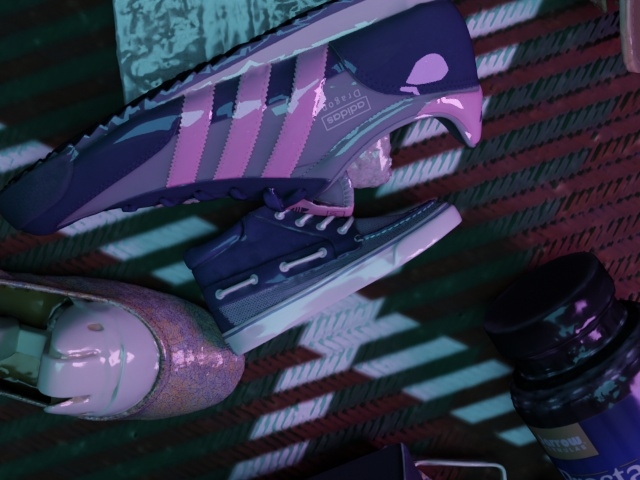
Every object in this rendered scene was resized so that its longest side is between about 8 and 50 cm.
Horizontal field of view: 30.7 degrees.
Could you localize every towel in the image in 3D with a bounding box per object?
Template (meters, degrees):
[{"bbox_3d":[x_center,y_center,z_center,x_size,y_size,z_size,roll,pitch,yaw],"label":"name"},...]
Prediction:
[{"bbox_3d":[-0.046,-0.166,0.794,0.187,0.049,0.282,-5,102,-2],"label":"towel"}]

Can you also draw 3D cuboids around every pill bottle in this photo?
[{"bbox_3d":[0.213,0.122,0.833,0.123,0.123,0.219,-35,101,4],"label":"pill bottle"}]

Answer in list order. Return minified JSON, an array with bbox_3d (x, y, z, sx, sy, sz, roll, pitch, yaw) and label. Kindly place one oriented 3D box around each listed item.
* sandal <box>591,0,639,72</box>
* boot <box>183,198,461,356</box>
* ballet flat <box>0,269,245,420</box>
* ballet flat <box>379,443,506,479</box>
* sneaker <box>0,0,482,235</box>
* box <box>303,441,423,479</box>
[{"bbox_3d":[0.186,-0.234,0.794,0.079,0.088,0.239,4,96,28],"label":"sandal"},{"bbox_3d":[0.000,0.000,0.823,0.190,0.069,0.086,-29,89,-2],"label":"boot"},{"bbox_3d":[-0.208,0.073,0.804,0.316,0.106,0.107,11,101,-6],"label":"ballet flat"},{"bbox_3d":[0.135,0.210,0.878,0.222,0.077,0.079,22,80,-7],"label":"ballet flat"},{"bbox_3d":[-0.045,-0.054,0.740,0.319,0.112,0.131,-25,101,4],"label":"sneaker"},{"bbox_3d":[-0.011,0.341,0.797,0.296,0.182,0.294,-23,112,12],"label":"box"}]
